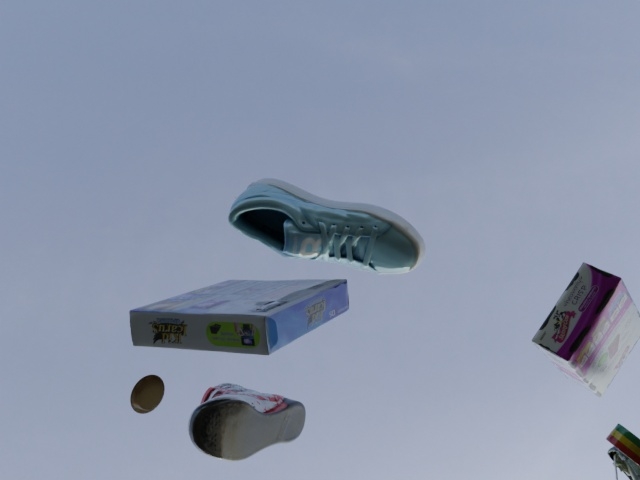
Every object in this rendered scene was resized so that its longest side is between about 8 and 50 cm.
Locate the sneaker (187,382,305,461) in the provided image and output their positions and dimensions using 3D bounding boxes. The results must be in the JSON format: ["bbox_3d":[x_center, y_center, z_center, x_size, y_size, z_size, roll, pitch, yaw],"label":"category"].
[{"bbox_3d":[-0.151,0.277,0.972,0.145,0.270,0.090,4,-98,31],"label":"sneaker"}]

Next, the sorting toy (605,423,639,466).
[{"bbox_3d":[0.435,0.315,0.691,0.274,0.132,0.046,39,-88,25],"label":"sorting toy"}]

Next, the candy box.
[{"bbox_3d":[0.461,0.157,1.058,0.159,0.071,0.233,-55,-44,-4],"label":"candy box"}]

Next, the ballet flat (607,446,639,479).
[{"bbox_3d":[0.558,0.437,1.088,0.070,0.188,0.070,-1,-58,-1],"label":"ballet flat"}]

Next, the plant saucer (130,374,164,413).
[{"bbox_3d":[-0.359,0.323,1.305,0.083,0.083,0.015,-40,-38,-4],"label":"plant saucer"}]

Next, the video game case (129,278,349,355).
[{"bbox_3d":[-0.119,0.113,0.998,0.244,0.269,0.061,-1,-83,27],"label":"video game case"}]

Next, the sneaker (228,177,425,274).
[{"bbox_3d":[0.000,0.000,1.129,0.366,0.150,0.135,16,-57,17],"label":"sneaker"}]
